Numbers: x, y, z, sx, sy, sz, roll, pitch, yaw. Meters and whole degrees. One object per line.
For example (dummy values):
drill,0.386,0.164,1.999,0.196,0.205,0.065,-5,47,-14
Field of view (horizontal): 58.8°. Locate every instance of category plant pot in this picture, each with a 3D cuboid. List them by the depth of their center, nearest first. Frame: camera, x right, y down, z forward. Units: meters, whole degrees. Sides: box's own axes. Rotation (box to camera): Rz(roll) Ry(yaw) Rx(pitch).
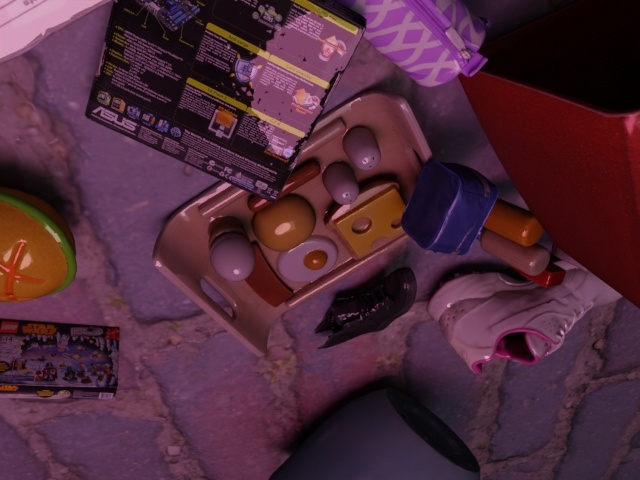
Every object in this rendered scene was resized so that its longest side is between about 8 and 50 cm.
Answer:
plant pot,0.318,-0.091,0.518,0.267,0.267,0.235,-24,118,-1
plant pot,0.101,0.375,0.876,0.293,0.293,0.235,32,98,-36

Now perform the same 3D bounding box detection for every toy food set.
toy food set,0.000,0.000,0.645,0.306,0.092,0.220,-31,131,8
toy food set,0.290,-0.013,0.750,0.232,0.104,0.111,-9,119,-34

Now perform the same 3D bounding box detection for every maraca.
maraca,-0.321,0.004,0.547,0.186,0.099,0.127,1,124,13

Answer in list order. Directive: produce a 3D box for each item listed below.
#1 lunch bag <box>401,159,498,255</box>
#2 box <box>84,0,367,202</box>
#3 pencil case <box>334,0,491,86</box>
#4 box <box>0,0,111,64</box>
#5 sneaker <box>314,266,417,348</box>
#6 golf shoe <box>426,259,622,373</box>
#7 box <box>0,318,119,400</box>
lunch bag,0.136,-0.030,0.599,0.065,0.067,0.098,8,119,-30
box,-0.086,-0.147,0.487,0.191,0.045,0.184,24,120,-10
pencil case,0.061,-0.215,0.490,0.206,0.088,0.086,29,112,-34
box,-0.253,-0.235,0.344,0.149,0.127,0.232,-27,132,5
sneaker,0.056,0.093,0.755,0.089,0.051,0.170,-3,148,-22
golf shoe,0.307,0.108,0.800,0.306,0.140,0.115,-9,140,-12
box,-0.307,0.138,0.660,0.137,0.094,0.027,8,125,-25
